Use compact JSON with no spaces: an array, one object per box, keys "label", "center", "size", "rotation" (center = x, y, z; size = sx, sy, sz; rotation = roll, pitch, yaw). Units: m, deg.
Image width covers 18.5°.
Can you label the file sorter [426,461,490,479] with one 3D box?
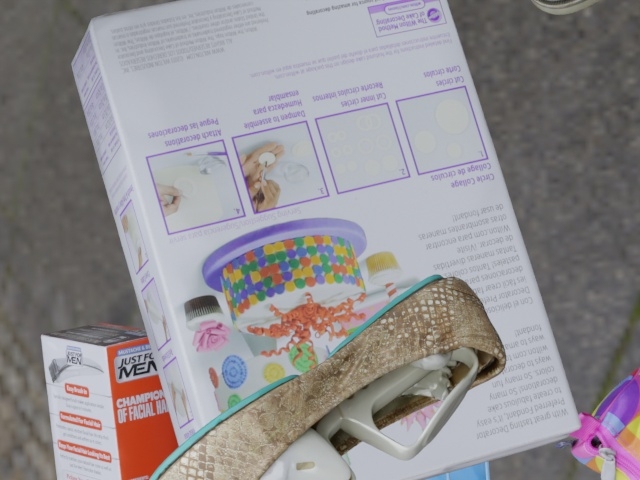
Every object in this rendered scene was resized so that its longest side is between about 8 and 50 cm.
[{"label":"file sorter","center":[0.084,0.214,1.955],"size":[0.104,0.170,0.118],"rotation":[-93,-2,-77]}]

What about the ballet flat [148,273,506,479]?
[{"label":"ballet flat","center":[0.010,0.091,0.966],"size":[0.067,0.206,0.073],"rotation":[44,158,26]}]

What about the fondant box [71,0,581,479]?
[{"label":"fondant box","center":[0.000,0.000,1.260],"size":[0.096,0.238,0.330],"rotation":[138,116,-69]}]

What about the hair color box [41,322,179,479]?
[{"label":"hair color box","center":[-0.136,0.144,1.318],"size":[0.093,0.053,0.167],"rotation":[5,103,54]}]

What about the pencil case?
[{"label":"pencil case","center":[0.295,0.201,1.507],"size":[0.236,0.104,0.104],"rotation":[42,134,7]}]

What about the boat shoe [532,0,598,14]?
[{"label":"boat shoe","center":[0.272,-0.328,1.669],"size":[0.302,0.103,0.113],"rotation":[-47,50,-3]}]
